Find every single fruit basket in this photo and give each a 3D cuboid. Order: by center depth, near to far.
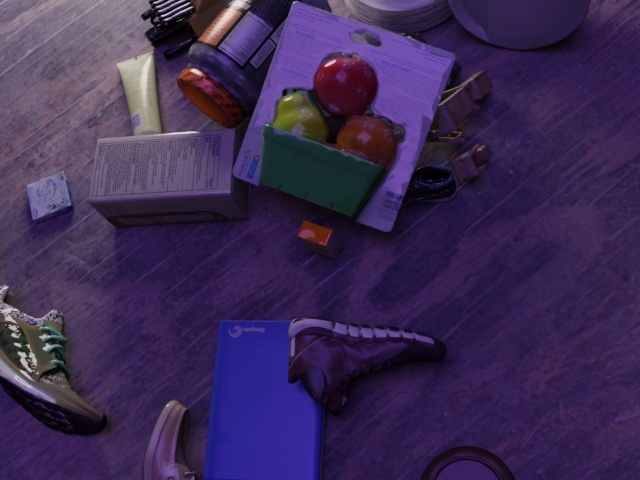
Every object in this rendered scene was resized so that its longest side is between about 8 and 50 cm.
[{"bbox_3d":[0.040,-0.231,1.495,0.327,0.165,0.353,20,87,8],"label":"fruit basket"}]

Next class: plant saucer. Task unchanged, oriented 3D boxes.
[{"bbox_3d":[0.247,0.428,1.334,0.169,0.029,0.168,-5,67,11],"label":"plant saucer"}]

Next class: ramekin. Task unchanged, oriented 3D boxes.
[{"bbox_3d":[0.391,-0.514,1.555,0.273,0.273,0.127,10,60,16],"label":"ramekin"}]

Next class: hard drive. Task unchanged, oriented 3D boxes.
[{"bbox_3d":[-0.096,0.304,1.448,0.210,0.040,0.318,-1,69,12],"label":"hard drive"}]

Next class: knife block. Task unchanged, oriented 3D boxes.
[{"bbox_3d":[-0.254,-0.506,1.791,0.276,0.242,0.088,-8,59,-41],"label":"knife block"}]

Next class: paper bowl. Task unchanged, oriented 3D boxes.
[{"bbox_3d":[0.176,-0.593,1.689,0.284,0.148,0.284,-4,67,10],"label":"paper bowl"}]

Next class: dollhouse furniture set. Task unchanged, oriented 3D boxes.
[{"bbox_3d":[0.278,-0.219,1.577,0.101,0.161,0.182,-14,19,45],"label":"dollhouse furniture set"}]

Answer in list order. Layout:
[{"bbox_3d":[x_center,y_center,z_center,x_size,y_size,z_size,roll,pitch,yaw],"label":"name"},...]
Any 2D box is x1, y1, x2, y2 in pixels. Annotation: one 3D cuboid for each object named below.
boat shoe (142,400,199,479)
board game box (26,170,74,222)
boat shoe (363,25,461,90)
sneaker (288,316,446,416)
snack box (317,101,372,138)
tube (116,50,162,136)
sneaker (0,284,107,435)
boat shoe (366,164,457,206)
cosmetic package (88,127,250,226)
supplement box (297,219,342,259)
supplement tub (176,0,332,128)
[{"bbox_3d":[-0.256,0.437,1.399,0.098,0.109,0.302,5,76,8],"label":"boat shoe"},{"bbox_3d":[-0.583,-0.094,1.721,0.090,0.020,0.090,-21,66,3],"label":"board game box"},{"bbox_3d":[0.189,-0.388,1.647,0.219,0.078,0.070,37,78,16],"label":"boat shoe"},{"bbox_3d":[0.074,0.233,1.401,0.282,0.106,0.162,7,74,6],"label":"sneaker"},{"bbox_3d":[0.051,-0.242,1.600,0.141,0.100,0.037,-1,69,12],"label":"snack box"},{"bbox_3d":[-0.390,-0.314,1.751,0.070,0.062,0.240,3,57,-32],"label":"tube"},{"bbox_3d":[-0.547,0.212,1.538,0.410,0.158,0.182,33,61,16],"label":"sneaker"},{"bbox_3d":[0.168,-0.107,1.531,0.183,0.083,0.065,-7,68,10],"label":"boat shoe"},{"bbox_3d":[-0.298,-0.124,1.613,0.296,0.129,0.153,-2,67,12],"label":"cosmetic package"},{"bbox_3d":[0.000,0.000,1.516,0.062,0.098,0.036,19,77,17],"label":"supplement box"},{"bbox_3d":[-0.136,-0.393,1.625,0.194,0.193,0.316,34,79,22],"label":"supplement tub"}]
